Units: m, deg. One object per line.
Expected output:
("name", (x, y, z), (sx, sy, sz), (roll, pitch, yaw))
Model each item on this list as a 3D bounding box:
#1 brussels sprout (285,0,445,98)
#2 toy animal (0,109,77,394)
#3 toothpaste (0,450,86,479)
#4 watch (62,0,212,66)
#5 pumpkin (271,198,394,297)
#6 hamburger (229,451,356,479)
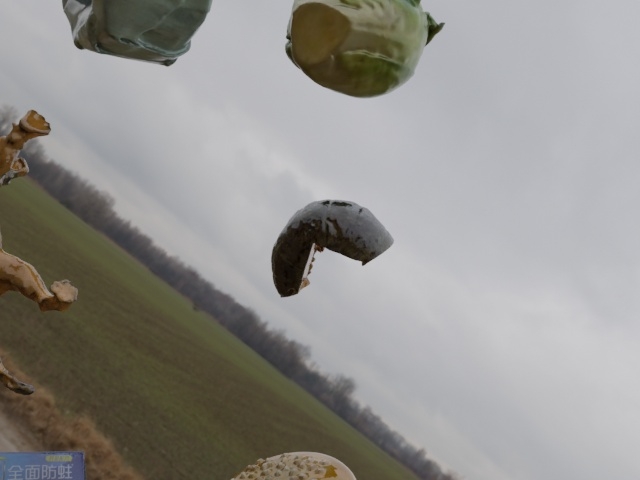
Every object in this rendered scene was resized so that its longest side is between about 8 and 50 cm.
("brussels sprout", (0.071, -0.390, 1.182), (0.259, 0.294, 0.227), (31, -55, 21))
("toy animal", (-0.276, 0.007, 0.517), (0.114, 0.255, 0.116), (2, -30, -38))
("toothpaste", (-0.462, 0.304, 0.795), (0.320, 0.076, 0.066), (12, 48, -37))
("watch", (-0.171, -0.275, 0.603), (0.253, 0.162, 0.241), (-46, -127, 50))
("pumpkin", (0.000, 0.000, 0.915), (0.107, 0.183, 0.119), (59, 15, -12))
("hamburger", (-0.028, 0.264, 0.577), (0.162, 0.162, 0.115), (11, -61, 66))
